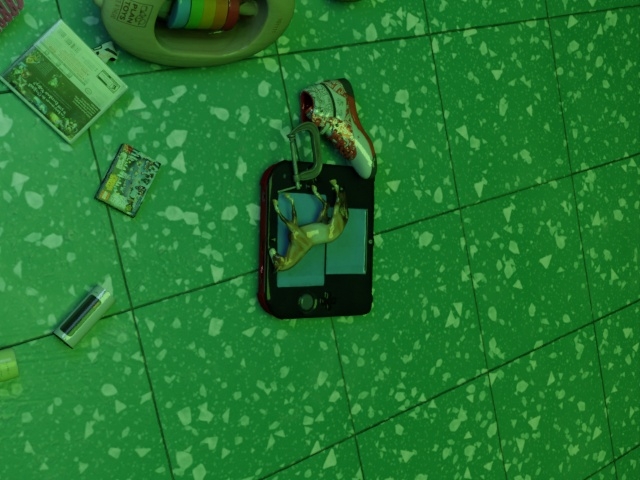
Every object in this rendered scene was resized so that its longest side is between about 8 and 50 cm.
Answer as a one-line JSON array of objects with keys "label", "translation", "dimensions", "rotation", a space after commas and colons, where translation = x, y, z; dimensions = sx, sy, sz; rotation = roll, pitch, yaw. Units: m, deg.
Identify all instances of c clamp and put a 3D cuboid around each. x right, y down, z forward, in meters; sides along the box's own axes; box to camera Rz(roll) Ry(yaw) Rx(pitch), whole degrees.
[{"label": "c clamp", "translation": [-0.048, -0.201, 1.805], "dimensions": [0.137, 0.022, 0.161], "rotation": [-13, 107, -36]}]

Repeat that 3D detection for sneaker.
[{"label": "sneaker", "translation": [0.037, -0.266, 1.884], "dimensions": [0.145, 0.090, 0.270], "rotation": [-18, 90, -31]}, {"label": "sneaker", "translation": [-0.652, -0.429, 1.471], "dimensions": [0.170, 0.075, 0.063], "rotation": [-44, 133, 0]}, {"label": "sneaker", "translation": [-0.476, -0.384, 1.592], "dimensions": [0.109, 0.040, 0.044], "rotation": [-32, 110, -28]}]

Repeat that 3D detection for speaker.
[{"label": "speaker", "translation": [-0.494, 0.159, 1.585], "dimensions": [0.055, 0.055, 0.136], "rotation": [49, 67, -24]}]

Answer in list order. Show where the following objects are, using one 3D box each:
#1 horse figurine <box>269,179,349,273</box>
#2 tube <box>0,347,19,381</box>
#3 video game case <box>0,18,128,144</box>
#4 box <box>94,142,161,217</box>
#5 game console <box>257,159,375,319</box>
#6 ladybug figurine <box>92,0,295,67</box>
[{"label": "horse figurine", "translation": [-0.018, -0.042, 1.813], "dimensions": [0.263, 0.066, 0.174], "rotation": [-22, 102, -33]}, {"label": "tube", "translation": [-0.709, 0.268, 1.450], "dimensions": [0.240, 0.062, 0.070], "rotation": [-13, 57, -27]}, {"label": "video game case", "translation": [-0.523, -0.324, 1.549], "dimensions": [0.173, 0.022, 0.190], "rotation": [-46, 115, -6]}, {"label": "box", "translation": [-0.418, -0.130, 1.642], "dimensions": [0.094, 0.027, 0.137], "rotation": [30, 76, -29]}, {"label": "game console", "translation": [0.000, 0.000, 1.895], "dimensions": [0.342, 0.060, 0.387], "rotation": [1, 91, -32]}, {"label": "ladybug figurine", "translation": [-0.268, -0.517, 1.604], "dimensions": [0.449, 0.305, 0.162], "rotation": [-5, 56, -38]}]
